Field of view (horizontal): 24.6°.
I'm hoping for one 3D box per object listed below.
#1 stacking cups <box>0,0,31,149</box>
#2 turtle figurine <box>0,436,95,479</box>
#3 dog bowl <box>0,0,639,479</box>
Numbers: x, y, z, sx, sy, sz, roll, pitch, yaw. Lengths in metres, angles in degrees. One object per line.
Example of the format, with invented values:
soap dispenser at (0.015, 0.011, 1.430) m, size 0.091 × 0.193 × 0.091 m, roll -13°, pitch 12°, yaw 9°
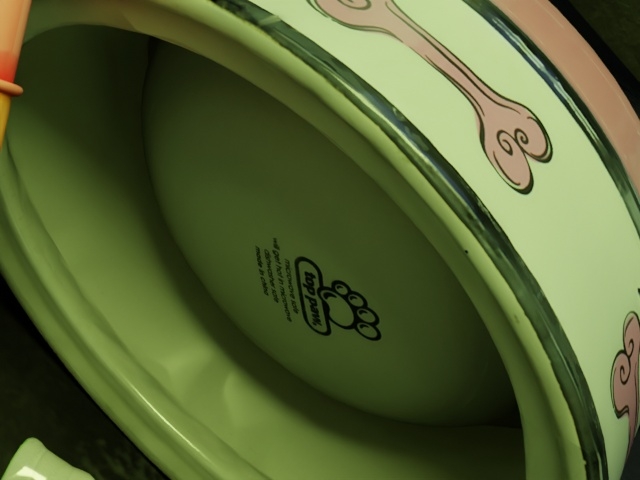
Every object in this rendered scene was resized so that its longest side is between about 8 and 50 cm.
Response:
stacking cups at (-0.174, 0.023, 0.592) m, size 0.096 × 0.316 × 0.096 m, roll 15°, pitch 2°, yaw -1°
turtle figurine at (-0.058, 0.226, 0.707) m, size 0.266 × 0.274 × 0.198 m, roll 24°, pitch 51°, yaw 0°
dog bowl at (0.000, 0.000, 0.749) m, size 0.408 × 0.408 × 0.150 m, roll 46°, pitch 58°, yaw 1°
